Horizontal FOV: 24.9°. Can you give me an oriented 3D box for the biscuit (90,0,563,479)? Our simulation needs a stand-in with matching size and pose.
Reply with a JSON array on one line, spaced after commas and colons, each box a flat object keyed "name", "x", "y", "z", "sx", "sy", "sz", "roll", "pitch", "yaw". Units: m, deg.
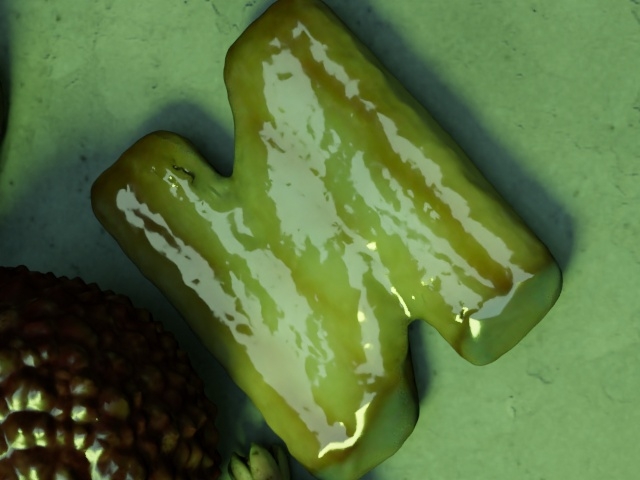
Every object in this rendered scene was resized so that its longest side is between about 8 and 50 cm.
[{"name": "biscuit", "x": 0.000, "y": 0.000, "z": 1.017, "sx": 0.237, "sy": 0.062, "sz": 0.291, "roll": -45, "pitch": 82, "yaw": 15}]

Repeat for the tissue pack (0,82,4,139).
[{"name": "tissue pack", "x": -0.409, "y": -0.003, "z": 1.021, "sx": 0.267, "sy": 0.277, "sz": 0.387, "roll": 24, "pitch": 99, "yaw": 15}]

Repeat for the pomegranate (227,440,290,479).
[{"name": "pomegranate", "x": -0.028, "y": 0.210, "z": 1.022, "sx": 0.114, "sy": 0.114, "sz": 0.142, "roll": -29, "pitch": 63, "yaw": 15}]

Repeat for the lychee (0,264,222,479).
[{"name": "lychee", "x": -0.196, "y": 0.158, "z": 0.991, "sx": 0.264, "sy": 0.300, "sz": 0.264, "roll": 3, "pitch": 56, "yaw": -4}]
